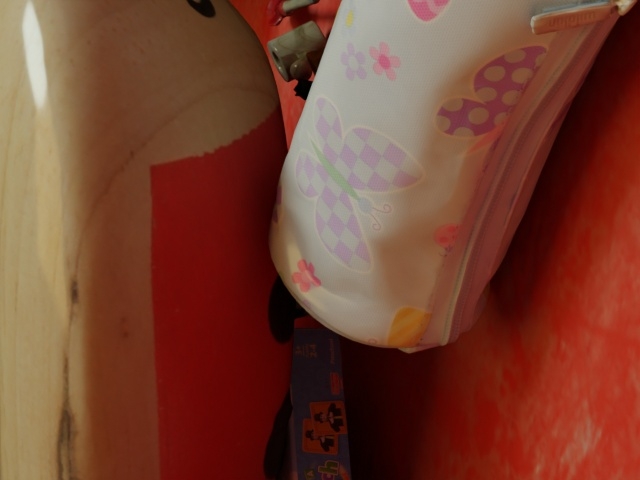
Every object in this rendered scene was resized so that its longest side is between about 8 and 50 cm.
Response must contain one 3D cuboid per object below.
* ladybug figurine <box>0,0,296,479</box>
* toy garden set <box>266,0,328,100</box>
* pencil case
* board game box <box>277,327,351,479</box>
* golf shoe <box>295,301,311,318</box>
[{"bbox_3d":[-0.111,0.040,0.968,0.305,0.161,0.449,-128,38,-59],"label":"ladybug figurine"},{"bbox_3d":[-0.035,-0.155,0.981,0.204,0.049,0.244,66,170,-23],"label":"toy garden set"},{"bbox_3d":[0.063,-0.072,0.783,0.124,0.113,0.273,43,137,19],"label":"pencil case"},{"bbox_3d":[-0.012,0.178,1.009,0.160,0.039,0.212,113,156,-61],"label":"board game box"},{"bbox_3d":[0.000,0.000,1.017,0.086,0.069,0.176,67,160,5],"label":"golf shoe"}]
